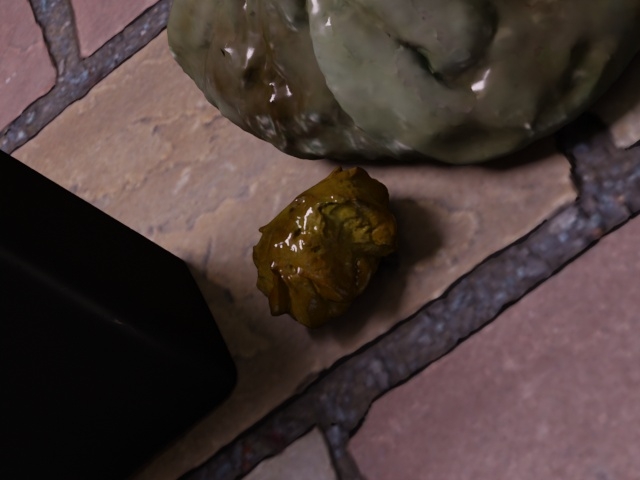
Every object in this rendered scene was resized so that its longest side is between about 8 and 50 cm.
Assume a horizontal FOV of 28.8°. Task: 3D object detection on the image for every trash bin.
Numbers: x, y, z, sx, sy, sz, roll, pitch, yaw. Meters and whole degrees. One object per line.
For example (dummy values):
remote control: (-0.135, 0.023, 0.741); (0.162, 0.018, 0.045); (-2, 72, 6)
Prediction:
trash bin: (-0.180, 0.043, 0.618); (0.165, 0.225, 0.115); (-39, 49, 9)

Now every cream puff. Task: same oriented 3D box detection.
cream puff: (0.000, 0.000, 0.629); (0.083, 0.058, 0.083); (-27, 49, 22)

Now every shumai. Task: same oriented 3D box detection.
shumai: (0.005, -0.209, 0.615); (0.309, 0.263, 0.304); (-35, 47, 13)
